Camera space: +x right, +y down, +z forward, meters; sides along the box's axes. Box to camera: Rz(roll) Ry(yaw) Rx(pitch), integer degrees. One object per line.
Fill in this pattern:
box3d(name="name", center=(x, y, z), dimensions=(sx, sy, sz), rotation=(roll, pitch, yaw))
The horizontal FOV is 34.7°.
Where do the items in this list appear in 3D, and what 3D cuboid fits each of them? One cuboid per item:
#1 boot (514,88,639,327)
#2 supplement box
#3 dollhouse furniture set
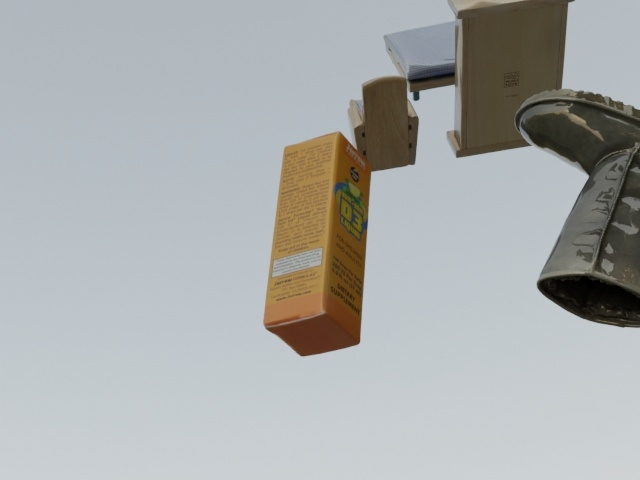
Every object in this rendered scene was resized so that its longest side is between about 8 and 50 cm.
box3d(name="boot", center=(0.228, -0.031, 0.882), dimensions=(0.190, 0.208, 0.076), rotation=(14, -32, 28))
box3d(name="supplement box", center=(0.000, 0.000, 1.084), dimensions=(0.080, 0.233, 0.078), rotation=(-17, -39, 28))
box3d(name="dollhouse furniture set", center=(0.151, -0.268, 1.297), dimensions=(0.286, 0.303, 0.198), rotation=(-10, -52, -5))
